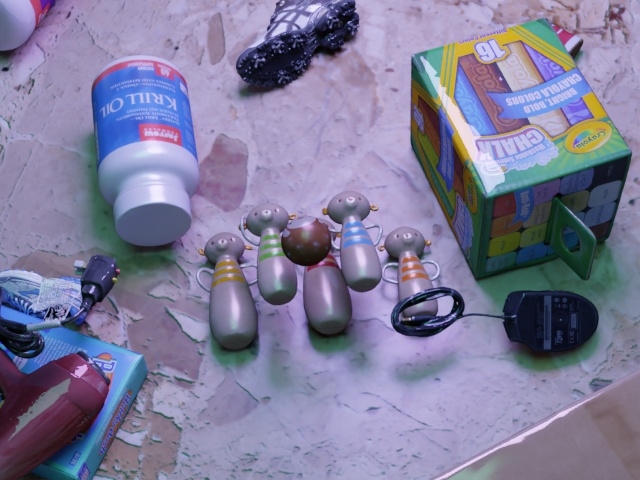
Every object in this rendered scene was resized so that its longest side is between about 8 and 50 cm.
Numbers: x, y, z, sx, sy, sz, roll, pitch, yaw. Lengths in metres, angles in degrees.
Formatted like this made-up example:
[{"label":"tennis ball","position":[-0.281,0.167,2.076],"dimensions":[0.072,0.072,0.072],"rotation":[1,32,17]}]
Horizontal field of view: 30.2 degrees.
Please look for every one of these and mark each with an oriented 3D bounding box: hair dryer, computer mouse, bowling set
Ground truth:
[{"label":"hair dryer","position":[-0.330,0.152,1.276],"dimensions":[0.223,0.080,0.293],"rotation":[-8,49,15]},{"label":"computer mouse","position":[0.196,0.087,1.333],"dimensions":[0.242,0.041,0.071],"rotation":[4,89,-9]},{"label":"bowling set","position":[0.000,0.000,1.335],"dimensions":[0.287,0.200,0.154],"rotation":[-6,55,-6]}]

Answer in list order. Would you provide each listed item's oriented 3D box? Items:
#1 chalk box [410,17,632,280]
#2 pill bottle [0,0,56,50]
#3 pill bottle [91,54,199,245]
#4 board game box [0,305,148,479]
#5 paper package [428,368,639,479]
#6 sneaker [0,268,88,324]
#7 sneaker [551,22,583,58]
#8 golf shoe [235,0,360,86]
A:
[{"label":"chalk box","position":[0.235,-0.083,1.382],"dimensions":[0.179,0.180,0.289],"rotation":[-16,56,-8]},{"label":"pill bottle","position":[-0.409,-0.429,1.639],"dimensions":[0.181,0.181,0.323],"rotation":[19,60,15]},{"label":"pill bottle","position":[-0.213,-0.108,1.453],"dimensions":[0.124,0.124,0.221],"rotation":[-10,57,-4]},{"label":"board game box","position":[-0.322,0.169,1.320],"dimensions":[0.210,0.047,0.160],"rotation":[18,59,14]},{"label":"paper package","position":[0.281,0.333,1.114],"dimensions":[0.309,0.168,0.325],"rotation":[-24,58,-14]},{"label":"sneaker","position":[-0.333,0.071,1.385],"dimensions":[0.135,0.052,0.058],"rotation":[4,61,6]},{"label":"sneaker","position":[0.289,-0.246,1.568],"dimensions":[0.067,0.042,0.118],"rotation":[37,58,19]},{"label":"golf shoe","position":[-0.044,-0.275,1.593],"dimensions":[0.198,0.077,0.094],"rotation":[-32,50,-25]}]
